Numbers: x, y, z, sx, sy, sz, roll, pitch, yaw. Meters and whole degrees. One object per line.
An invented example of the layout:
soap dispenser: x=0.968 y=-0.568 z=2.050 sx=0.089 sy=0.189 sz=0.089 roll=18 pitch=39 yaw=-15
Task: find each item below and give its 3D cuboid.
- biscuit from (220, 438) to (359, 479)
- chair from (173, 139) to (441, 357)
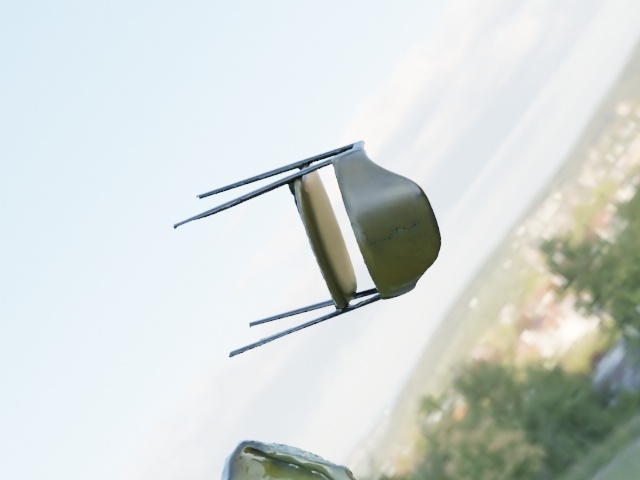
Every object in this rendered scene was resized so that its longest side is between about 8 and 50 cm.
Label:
biscuit: x=0.060 y=0.247 z=0.853 sx=0.329 sy=0.335 sz=0.078 roll=-26 pitch=-27 yaw=-24
chair: x=0.000 y=0.000 z=1.411 sx=0.247 sy=0.158 sz=0.172 roll=-20 pitch=10 yaw=8
